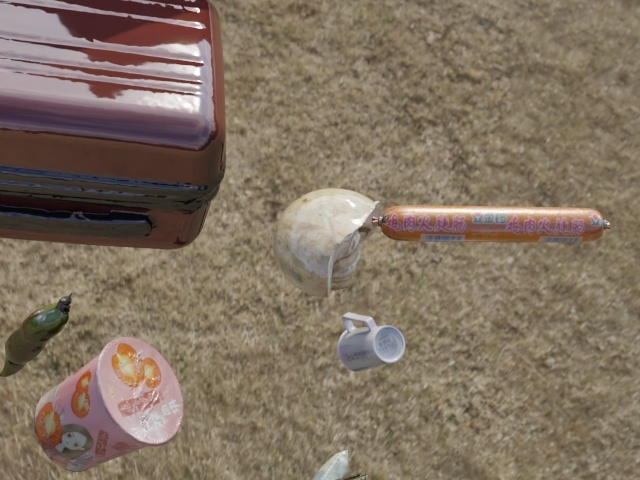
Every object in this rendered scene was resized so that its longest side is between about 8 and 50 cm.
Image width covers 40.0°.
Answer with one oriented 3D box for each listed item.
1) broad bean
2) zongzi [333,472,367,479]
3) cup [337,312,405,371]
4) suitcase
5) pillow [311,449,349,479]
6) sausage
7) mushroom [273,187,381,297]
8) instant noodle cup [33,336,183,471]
[{"bbox_3d":[-0.608,0.203,1.853,0.077,0.339,0.061,10,53,-40],"label":"broad bean"},{"bbox_3d":[-0.021,0.374,1.127,0.176,0.160,0.078,-30,66,-25],"label":"zongzi"},{"bbox_3d":[0.077,0.165,1.461,0.074,0.116,0.104,-28,91,-29],"label":"cup"},{"bbox_3d":[-0.231,-0.117,0.751,0.297,0.161,0.236,6,47,-15],"label":"suitcase"},{"bbox_3d":[0.027,0.566,1.964,0.078,0.254,0.144,23,62,20],"label":"pillow"},{"bbox_3d":[0.247,-0.023,1.267,0.348,0.053,0.053,0,58,-2],"label":"sausage"},{"bbox_3d":[0.000,0.000,1.854,0.189,0.195,0.253,29,57,20],"label":"mushroom"},{"bbox_3d":[-0.453,0.357,1.858,0.243,0.231,0.243,42,31,-33],"label":"instant noodle cup"}]
